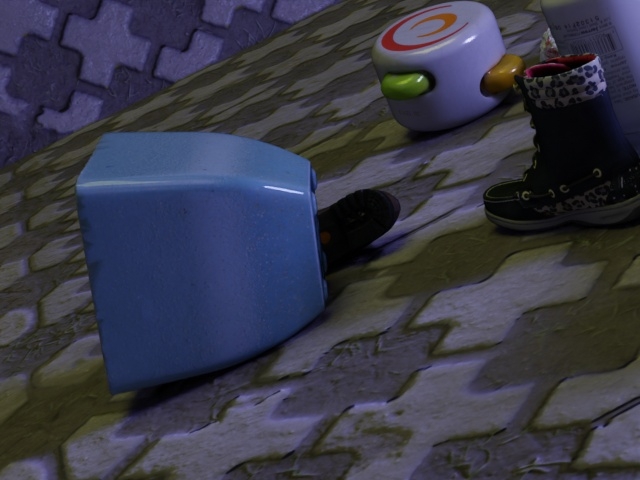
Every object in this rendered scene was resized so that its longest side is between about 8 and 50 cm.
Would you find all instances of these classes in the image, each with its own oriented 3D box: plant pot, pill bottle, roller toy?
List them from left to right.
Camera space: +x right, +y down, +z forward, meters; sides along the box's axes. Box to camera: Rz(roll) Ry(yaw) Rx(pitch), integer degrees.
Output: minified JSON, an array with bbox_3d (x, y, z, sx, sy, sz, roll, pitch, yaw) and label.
[{"bbox_3d":[-0.122,0.008,1.705,0.252,0.247,0.248,-6,17,2],"label":"plant pot"},{"bbox_3d":[0.186,-0.255,2.212,0.209,0.146,0.191,-23,27,1],"label":"roller toy"},{"bbox_3d":[0.337,-0.183,1.611,0.131,0.229,0.131,-23,16,7],"label":"pill bottle"}]

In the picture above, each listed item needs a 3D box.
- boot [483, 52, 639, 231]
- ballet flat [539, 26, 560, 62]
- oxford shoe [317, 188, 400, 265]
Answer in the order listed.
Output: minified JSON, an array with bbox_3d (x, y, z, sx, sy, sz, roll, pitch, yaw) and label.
[{"bbox_3d":[0.243,-0.105,1.593,0.085,0.179,0.236,-35,20,-31],"label":"boot"},{"bbox_3d":[0.361,-0.282,2.194,0.077,0.091,0.241,-51,-1,27],"label":"ballet flat"},{"bbox_3d":[0.000,0.000,1.844,0.227,0.083,0.096,-19,-2,21],"label":"oxford shoe"}]
